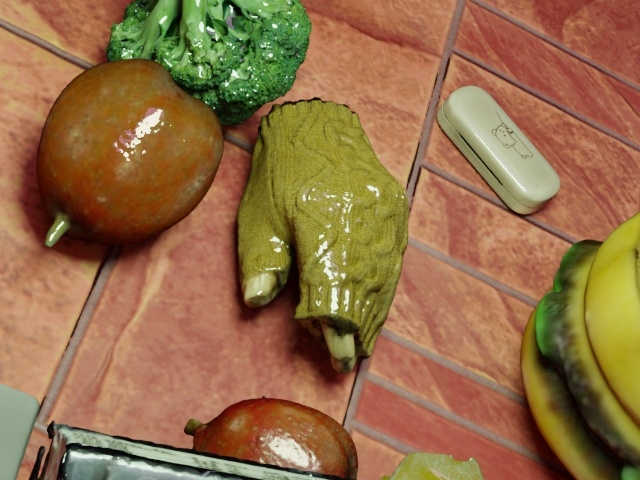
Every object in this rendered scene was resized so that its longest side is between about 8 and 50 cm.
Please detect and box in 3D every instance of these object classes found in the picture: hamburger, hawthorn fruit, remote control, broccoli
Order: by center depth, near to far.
[{"bbox_3d":[-0.336,0.249,1.512,0.067,0.029,0.261,23,46,-13],"label":"remote control"},{"bbox_3d":[-0.057,0.238,1.596,0.188,0.169,0.169,18,45,14],"label":"hawthorn fruit"},{"bbox_3d":[-0.227,-0.076,1.721,0.199,0.199,0.251,36,59,-2],"label":"hawthorn fruit"},{"bbox_3d":[0.423,0.160,1.838,0.396,0.277,0.395,18,49,-21],"label":"hamburger"},{"bbox_3d":[-0.141,-0.267,1.861,0.270,0.270,0.270,-8,34,6],"label":"broccoli"}]

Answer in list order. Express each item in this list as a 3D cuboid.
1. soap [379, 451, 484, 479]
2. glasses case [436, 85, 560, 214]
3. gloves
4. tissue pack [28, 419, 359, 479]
[{"bbox_3d":[0.103,0.338,1.659,0.160,0.080,0.257,40,47,1],"label":"soap"},{"bbox_3d":[0.239,-0.123,2.100,0.083,0.050,0.196,-29,74,-43],"label":"glasses case"},{"bbox_3d":[0.004,-0.014,1.815,0.203,0.155,0.356,6,57,-21],"label":"gloves"},{"bbox_3d":[-0.105,0.328,1.439,0.361,0.259,0.122,13,7,-22],"label":"tissue pack"}]
